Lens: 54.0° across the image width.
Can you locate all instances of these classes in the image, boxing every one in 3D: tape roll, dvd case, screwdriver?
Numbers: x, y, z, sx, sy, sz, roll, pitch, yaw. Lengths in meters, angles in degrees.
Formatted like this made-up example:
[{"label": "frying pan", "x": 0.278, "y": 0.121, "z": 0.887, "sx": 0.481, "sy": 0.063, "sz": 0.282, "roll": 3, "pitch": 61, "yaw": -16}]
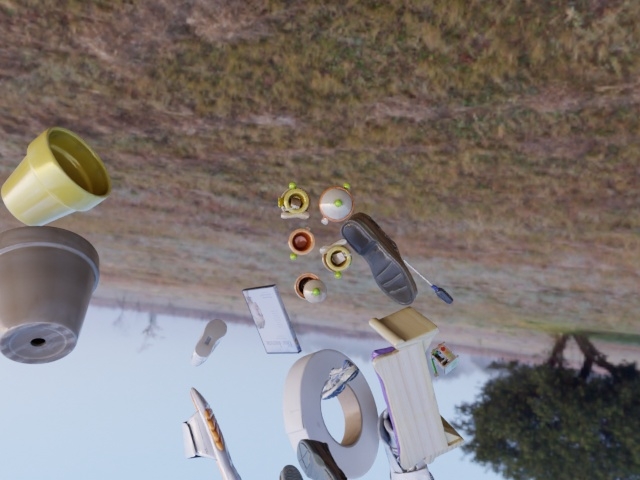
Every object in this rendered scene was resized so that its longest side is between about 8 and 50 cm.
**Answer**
[{"label": "tape roll", "x": 0.039, "y": 0.520, "z": 1.881, "sx": 0.072, "sy": 0.391, "sz": 0.392, "roll": -25, "pitch": 159, "yaw": 32}, {"label": "dvd case", "x": -0.171, "y": 0.277, "z": 2.180, "sx": 0.180, "sy": 0.253, "sz": 0.022, "roll": -12, "pitch": -168, "yaw": 46}, {"label": "screwdriver", "x": 0.270, "y": 0.106, "z": 1.588, "sx": 0.170, "sy": 0.025, "sz": 0.024, "roll": 37, "pitch": 151, "yaw": -12}]

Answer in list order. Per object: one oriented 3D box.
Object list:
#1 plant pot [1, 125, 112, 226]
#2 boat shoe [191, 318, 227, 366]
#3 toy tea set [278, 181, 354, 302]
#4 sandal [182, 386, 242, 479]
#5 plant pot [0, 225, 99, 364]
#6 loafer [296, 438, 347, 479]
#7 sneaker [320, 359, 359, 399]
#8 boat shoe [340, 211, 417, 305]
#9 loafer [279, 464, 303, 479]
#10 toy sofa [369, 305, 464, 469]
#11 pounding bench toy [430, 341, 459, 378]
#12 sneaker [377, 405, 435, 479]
[{"label": "plant pot", "x": -0.801, "y": -0.170, "z": 1.879, "sx": 0.239, "sy": 0.254, "sz": 0.254, "roll": -33, "pitch": 165, "yaw": 14}, {"label": "boat shoe", "x": -0.336, "y": 0.309, "z": 1.887, "sx": 0.066, "sy": 0.063, "sz": 0.184, "roll": 31, "pitch": -148, "yaw": -9}, {"label": "toy tea set", "x": 0.000, "y": 0.000, "z": 1.706, "sx": 0.200, "sy": 0.335, "sz": 0.124, "roll": -6, "pitch": 180, "yaw": -7}, {"label": "sandal", "x": -0.212, "y": 0.403, "z": 1.179, "sx": 0.076, "sy": 0.265, "sz": 0.102, "roll": -24, "pitch": 158, "yaw": -9}, {"label": "plant pot", "x": -0.763, "y": 0.166, "z": 1.699, "sx": 0.323, "sy": 0.280, "sz": 0.323, "roll": -11, "pitch": 139, "yaw": -10}, {"label": "loafer", "x": 0.031, "y": 0.563, "z": 1.487, "sx": 0.084, "sy": 0.096, "sz": 0.267, "roll": 4, "pitch": -158, "yaw": -29}, {"label": "sneaker", "x": 0.046, "y": 0.385, "z": 1.742, "sx": 0.058, "sy": 0.135, "sz": 0.052, "roll": 47, "pitch": -177, "yaw": 31}, {"label": "boat shoe", "x": 0.192, "y": 0.044, "z": 1.841, "sx": 0.111, "sy": 0.307, "sz": 0.104, "roll": -34, "pitch": -178, "yaw": 38}, {"label": "loafer", "x": -0.105, "y": 0.885, "z": 2.109, "sx": 0.094, "sy": 0.251, "sz": 0.087, "roll": 11, "pitch": 153, "yaw": -40}, {"label": "toy sofa", "x": 0.214, "y": 0.363, "z": 1.546, "sx": 0.177, "sy": 0.362, "sz": 0.150, "roll": -22, "pitch": -159, "yaw": -12}, {"label": "pounding bench toy", "x": 0.320, "y": 0.324, "z": 1.693, "sx": 0.065, "sy": 0.083, "sz": 0.052, "roll": 45, "pitch": 164, "yaw": 33}, {"label": "sneaker", "x": 0.253, "y": 0.655, "z": 1.883, "sx": 0.138, "sy": 0.365, "sz": 0.210, "roll": -16, "pitch": 146, "yaw": 6}]
